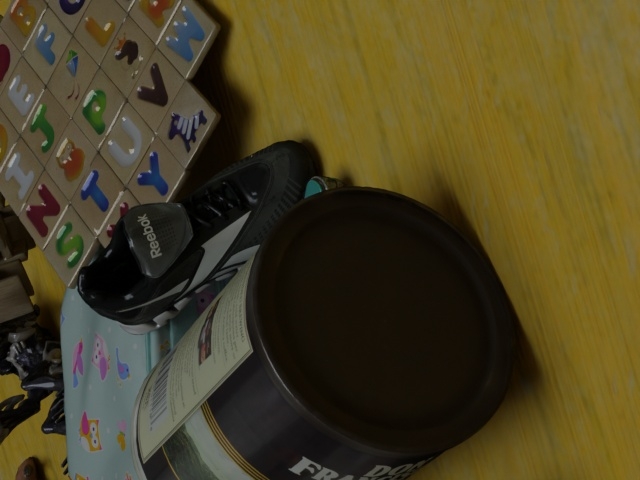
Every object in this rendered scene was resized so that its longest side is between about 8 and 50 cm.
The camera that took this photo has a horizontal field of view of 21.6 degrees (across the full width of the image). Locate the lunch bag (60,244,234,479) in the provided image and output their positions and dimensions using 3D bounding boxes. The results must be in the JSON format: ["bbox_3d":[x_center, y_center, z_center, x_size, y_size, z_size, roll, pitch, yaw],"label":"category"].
[{"bbox_3d":[-0.152,0.133,1.539,0.224,0.108,0.279,-25,67,57],"label":"lunch bag"}]

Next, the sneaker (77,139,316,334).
[{"bbox_3d":[-0.107,-0.004,1.377,0.234,0.106,0.078,-37,65,18],"label":"sneaker"}]

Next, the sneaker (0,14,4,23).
[{"bbox_3d":[-0.282,-0.178,1.692,0.262,0.099,0.121,49,120,37],"label":"sneaker"}]

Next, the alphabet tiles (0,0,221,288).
[{"bbox_3d":[-0.215,-0.136,1.542,0.342,0.011,0.285,49,116,39],"label":"alphabet tiles"}]

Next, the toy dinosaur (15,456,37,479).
[{"bbox_3d":[-0.330,0.416,1.978,0.296,0.127,0.200,44,130,31],"label":"toy dinosaur"}]

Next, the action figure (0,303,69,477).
[{"bbox_3d":[-0.333,0.151,1.847,0.276,0.141,0.164,26,135,49],"label":"action figure"}]

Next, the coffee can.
[{"bbox_3d":[-0.007,0.110,1.265,0.201,0.201,0.275,65,147,15],"label":"coffee can"}]

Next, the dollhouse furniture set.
[{"bbox_3d":[-0.413,-0.035,1.743,0.212,0.161,0.242,-111,1,-65],"label":"dollhouse furniture set"}]

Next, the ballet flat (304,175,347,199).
[{"bbox_3d":[0.000,0.000,1.355,0.041,0.041,0.114,41,127,41],"label":"ballet flat"}]
